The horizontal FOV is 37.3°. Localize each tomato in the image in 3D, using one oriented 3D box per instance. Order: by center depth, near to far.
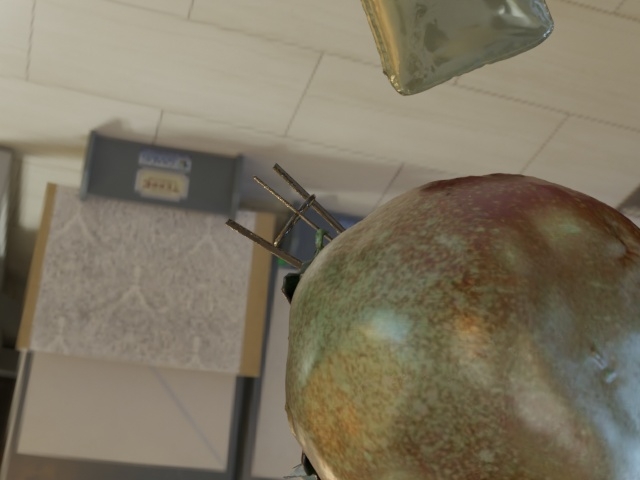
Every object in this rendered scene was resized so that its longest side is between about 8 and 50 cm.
[{"bbox_3d":[0.130,0.093,0.693,0.303,0.303,0.239,28,155,-34],"label":"tomato"}]

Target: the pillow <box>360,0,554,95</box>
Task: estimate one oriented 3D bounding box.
[{"bbox_3d":[0.168,-0.393,1.353,0.255,0.120,0.322,-21,101,4],"label":"pillow"}]

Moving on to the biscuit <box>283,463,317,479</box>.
[{"bbox_3d":[0.111,0.351,1.284,0.186,0.079,0.309,-15,141,28],"label":"biscuit"}]

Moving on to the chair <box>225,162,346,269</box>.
[{"bbox_3d":[0.000,0.000,1.160,0.221,0.104,0.095,39,169,-3],"label":"chair"}]
